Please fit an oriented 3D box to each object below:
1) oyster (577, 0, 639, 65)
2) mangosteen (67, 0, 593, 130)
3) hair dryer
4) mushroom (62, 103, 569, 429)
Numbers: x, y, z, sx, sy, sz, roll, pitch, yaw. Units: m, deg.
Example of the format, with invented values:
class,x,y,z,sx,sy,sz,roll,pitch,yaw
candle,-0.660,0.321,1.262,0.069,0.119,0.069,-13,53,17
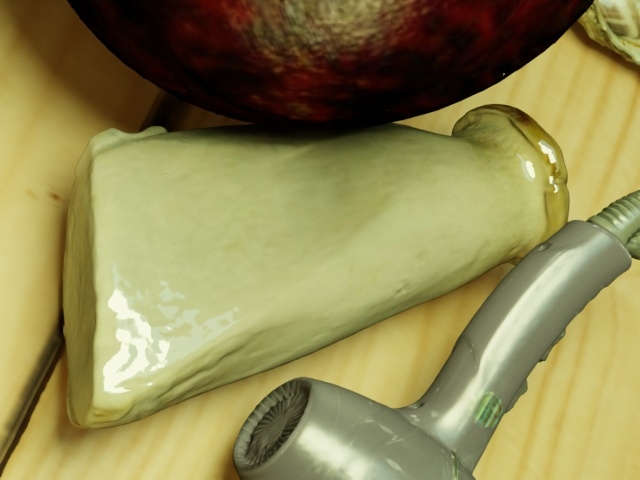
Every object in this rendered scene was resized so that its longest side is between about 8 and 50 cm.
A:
class,x,y,z,sx,sy,sz,roll,pitch,yaw
oyster,0.245,-0.229,1.160,0.233,0.107,0.161,14,86,-37
mangosteen,0.006,-0.278,0.811,0.381,0.381,0.421,-15,98,-36
hair dryer,0.148,0.107,0.888,0.301,0.121,0.361,41,79,-20
mushroom,-0.007,-0.006,0.887,0.407,0.137,0.154,-17,59,-39
